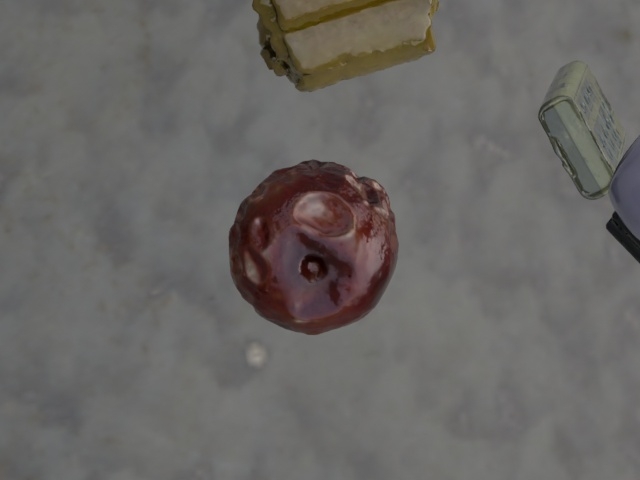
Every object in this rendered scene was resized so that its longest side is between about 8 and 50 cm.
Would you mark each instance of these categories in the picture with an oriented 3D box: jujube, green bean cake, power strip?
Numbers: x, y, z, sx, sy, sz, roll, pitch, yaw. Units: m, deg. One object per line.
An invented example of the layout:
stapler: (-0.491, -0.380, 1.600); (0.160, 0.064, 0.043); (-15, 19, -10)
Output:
jujube: (0.000, 0.000, 1.797); (0.230, 0.155, 0.155); (-41, 111, -78)
green bean cake: (-0.001, -0.238, 1.243); (0.224, 0.131, 0.230); (-100, 177, -58)
power strip: (0.231, -0.102, 1.688); (0.092, 0.034, 0.268); (60, 16, -6)

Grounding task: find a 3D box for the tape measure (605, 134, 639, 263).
tape measure: (0.297, -0.055, 1.427); (0.178, 0.196, 0.105); (-31, 73, -38)
